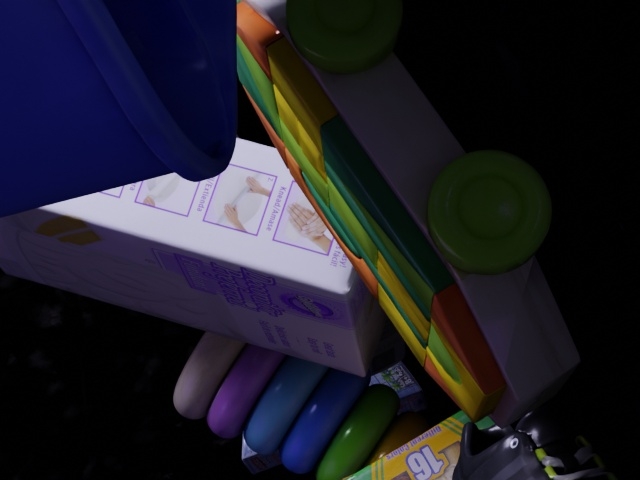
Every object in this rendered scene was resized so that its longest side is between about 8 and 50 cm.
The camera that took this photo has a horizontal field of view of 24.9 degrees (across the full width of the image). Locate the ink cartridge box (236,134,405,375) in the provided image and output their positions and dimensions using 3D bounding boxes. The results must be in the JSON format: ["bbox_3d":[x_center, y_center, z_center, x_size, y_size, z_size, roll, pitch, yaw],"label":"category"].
[{"bbox_3d":[0.000,0.000,1.336,0.189,0.066,0.232,75,169,-70],"label":"ink cartridge box"}]

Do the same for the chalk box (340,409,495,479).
[{"bbox_3d":[0.126,0.249,1.081,0.213,0.132,0.132,61,180,21],"label":"chalk box"}]

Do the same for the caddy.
[{"bbox_3d":[-0.129,-0.160,0.560,0.341,0.179,0.241,62,-167,-47],"label":"caddy"}]

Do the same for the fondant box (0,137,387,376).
[{"bbox_3d":[-0.114,-0.008,1.119,0.330,0.096,0.238,14,163,10],"label":"fondant box"}]

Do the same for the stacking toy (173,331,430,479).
[{"bbox_3d":[0.040,0.176,1.268,0.330,0.141,0.141,33,170,6],"label":"stacking toy"}]

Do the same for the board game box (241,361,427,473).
[{"bbox_3d":[-0.022,0.147,1.533,0.194,0.194,0.060,53,172,27],"label":"board game box"}]

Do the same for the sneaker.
[{"bbox_3d":[0.134,0.148,0.865,0.235,0.084,0.097,173,96,-66],"label":"sneaker"}]

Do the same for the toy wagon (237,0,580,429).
[{"bbox_3d":[0.021,-0.057,0.794,0.344,0.068,0.267,55,173,14],"label":"toy wagon"}]
